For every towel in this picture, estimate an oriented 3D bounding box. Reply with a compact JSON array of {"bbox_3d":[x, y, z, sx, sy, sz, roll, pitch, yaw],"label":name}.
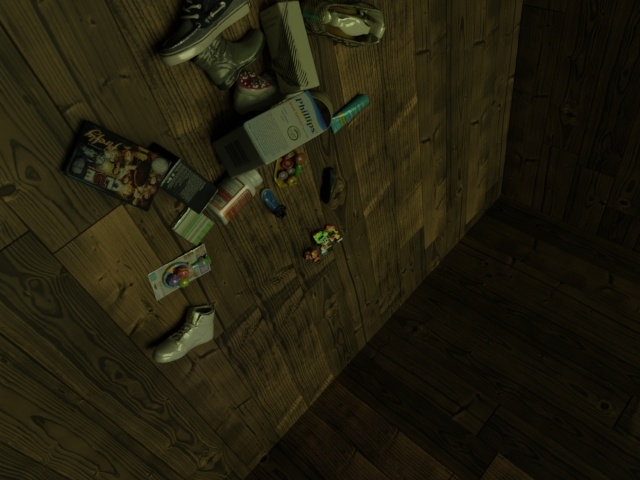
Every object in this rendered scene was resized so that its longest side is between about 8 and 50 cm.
[{"bbox_3d":[-0.461,-0.055,1.868,0.113,0.023,0.152,-52,149,-7],"label":"towel"}]

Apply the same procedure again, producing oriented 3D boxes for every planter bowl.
[{"bbox_3d":[-0.021,-0.507,1.981,0.162,0.162,0.109,82,22,-44],"label":"planter bowl"}]

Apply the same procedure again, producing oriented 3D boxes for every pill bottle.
[{"bbox_3d":[-0.314,-0.171,1.872,0.216,0.121,0.121,-48,145,-16],"label":"pill bottle"}]

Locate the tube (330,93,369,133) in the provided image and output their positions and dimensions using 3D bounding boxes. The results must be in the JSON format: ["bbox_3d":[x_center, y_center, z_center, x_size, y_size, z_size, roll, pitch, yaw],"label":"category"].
[{"bbox_3d":[0.118,-0.547,2.215,0.207,0.052,0.080,-43,135,-12],"label":"tube"}]

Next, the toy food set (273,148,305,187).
[{"bbox_3d":[-0.114,-0.304,2.074,0.128,0.071,0.218,-19,130,-44],"label":"toy food set"}]

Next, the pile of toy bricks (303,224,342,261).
[{"bbox_3d":[0.000,0.000,2.456,0.212,0.118,0.105,-38,110,-14],"label":"pile of toy bricks"}]

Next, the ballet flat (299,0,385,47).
[{"bbox_3d":[0.123,-0.788,1.899,0.483,0.182,0.164,-17,128,-46],"label":"ballet flat"}]

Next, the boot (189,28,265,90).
[{"bbox_3d":[-0.284,-0.604,1.610,0.246,0.083,0.161,-54,141,-9],"label":"boot"}]

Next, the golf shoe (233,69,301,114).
[{"bbox_3d":[-0.184,-0.513,1.805,0.306,0.115,0.140,-18,146,-44],"label":"golf shoe"}]

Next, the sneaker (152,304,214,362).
[{"bbox_3d":[-0.533,0.349,2.027,0.292,0.108,0.169,-26,134,-53],"label":"sneaker"}]

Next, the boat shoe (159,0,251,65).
[{"bbox_3d":[-0.352,-0.649,1.461,0.340,0.127,0.158,-52,141,-25],"label":"boat shoe"}]

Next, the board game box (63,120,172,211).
[{"bbox_3d":[-0.566,-0.205,1.457,0.243,0.042,0.165,25,97,-17],"label":"board game box"}]

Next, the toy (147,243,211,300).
[{"bbox_3d":[-0.506,0.126,1.917,0.237,0.056,0.137,-35,139,-32],"label":"toy"}]

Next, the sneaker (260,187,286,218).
[{"bbox_3d":[-0.184,-0.146,2.096,0.058,0.084,0.152,-46,144,-19],"label":"sneaker"}]

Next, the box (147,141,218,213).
[{"bbox_3d":[-0.453,-0.195,1.642,0.108,0.153,0.207,-55,146,-6],"label":"box"}]

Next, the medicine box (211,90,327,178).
[{"bbox_3d":[-0.174,-0.355,1.755,0.289,0.263,0.149,-37,106,-31],"label":"medicine box"}]

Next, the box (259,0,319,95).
[{"bbox_3d":[-0.101,-0.627,1.700,0.094,0.113,0.275,-27,107,-38],"label":"box"}]

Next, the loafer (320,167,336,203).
[{"bbox_3d":[0.043,-0.246,2.339,0.061,0.062,0.170,-27,137,-46],"label":"loafer"}]
